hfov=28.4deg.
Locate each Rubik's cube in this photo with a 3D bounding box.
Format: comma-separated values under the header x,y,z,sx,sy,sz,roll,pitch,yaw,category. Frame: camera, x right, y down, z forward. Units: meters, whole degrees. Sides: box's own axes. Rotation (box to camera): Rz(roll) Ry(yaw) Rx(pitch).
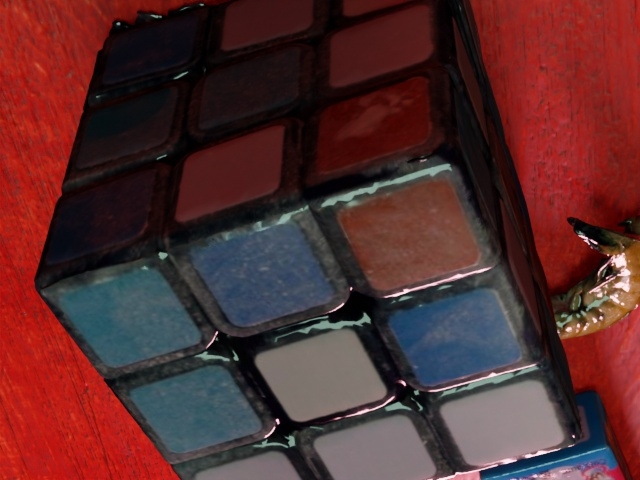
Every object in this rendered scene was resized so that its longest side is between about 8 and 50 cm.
x,y,z,sx,sy,sz,roll,pitch,yaw,category
0.000,0.000,1.116,0.362,0.359,0.363,-16,126,11,Rubik's cube

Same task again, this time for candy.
x,y,z,sx,sy,sz,roll,pitch,yaw,category
0.309,0.328,1.541,0.157,0.100,0.306,-18,127,14,candy

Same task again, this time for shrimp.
x,y,z,sx,sy,sz,roll,pitch,yaw,category
0.217,0.045,1.320,0.262,0.051,0.198,-9,140,0,shrimp

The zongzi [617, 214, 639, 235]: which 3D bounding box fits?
x,y,z,sx,sy,sz,roll,pitch,yaw,category
0.410,-0.095,1.217,0.256,0.115,0.228,5,119,29,zongzi
